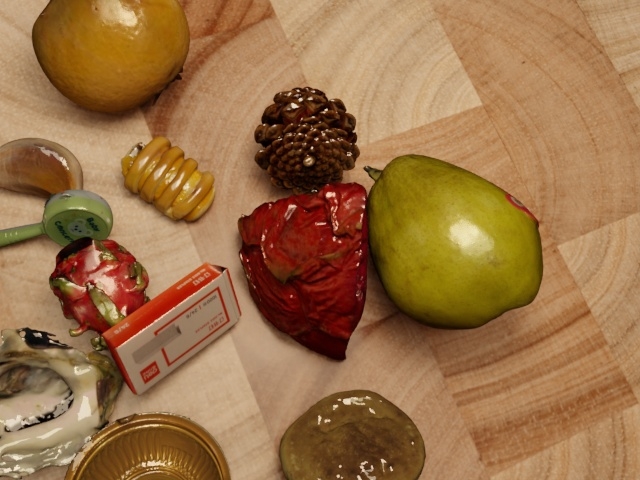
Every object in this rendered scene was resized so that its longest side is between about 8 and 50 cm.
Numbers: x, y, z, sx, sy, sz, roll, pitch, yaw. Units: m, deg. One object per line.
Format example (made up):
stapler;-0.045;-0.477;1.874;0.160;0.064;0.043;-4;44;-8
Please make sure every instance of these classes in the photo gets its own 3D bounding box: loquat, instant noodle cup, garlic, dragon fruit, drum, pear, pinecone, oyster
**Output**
loquat;-0.364;-0.365;1.262;0.274;0.275;0.275;2;73;-8
instant noodle cup;-0.263;0.407;1.078;0.274;0.091;0.274;2;85;-19
garlic;-0.524;-0.120;1.244;0.198;0.090;0.129;8;84;-11
dragon fruit;-0.365;0.090;1.165;0.172;0.160;0.166;53;31;10
drum;-0.482;-0.011;1.231;0.253;0.130;0.049;-23;50;14
pear;0.207;-0.006;1.214;0.287;0.287;0.375;-38;73;-17
pinecone;-0.027;-0.193;1.292;0.207;0.208;0.208;2;73;-8
dragon fruit;0.000;0.000;1.194;0.302;0.330;0.240;34;49;5
oyster;-0.480;0.246;1.103;0.351;0.115;0.238;-8;96;-24

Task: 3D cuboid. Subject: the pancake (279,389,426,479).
pancake;0.053;0.332;1.150;0.241;0.050;0.242;0;38;0

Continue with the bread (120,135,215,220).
bread;-0.276;-0.114;1.280;0.177;0.084;0.119;34;72;-1

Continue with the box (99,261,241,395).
box;-0.241;0.143;1.164;0.229;0.123;0.050;-36;46;-29
